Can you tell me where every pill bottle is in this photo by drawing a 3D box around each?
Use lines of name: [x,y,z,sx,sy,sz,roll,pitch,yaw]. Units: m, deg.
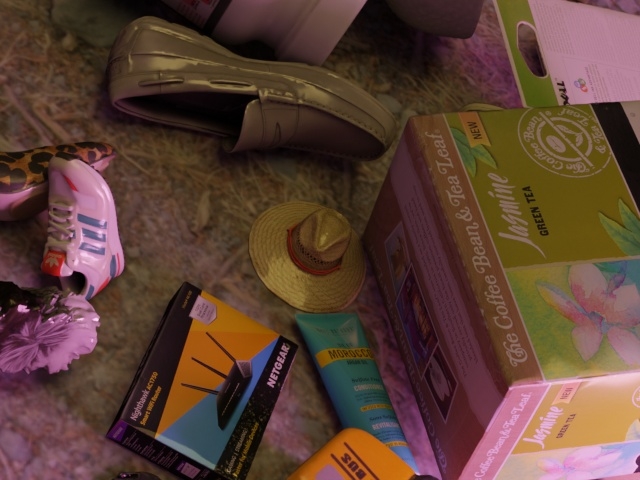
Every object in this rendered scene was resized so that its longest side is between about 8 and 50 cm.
pill bottle: [-0.114,-0.343,1.944,0.363,0.210,0.210,35,48,-4]

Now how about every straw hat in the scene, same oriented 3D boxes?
straw hat: [0.000,0.000,1.869,0.144,0.061,0.144,16,52,-21]

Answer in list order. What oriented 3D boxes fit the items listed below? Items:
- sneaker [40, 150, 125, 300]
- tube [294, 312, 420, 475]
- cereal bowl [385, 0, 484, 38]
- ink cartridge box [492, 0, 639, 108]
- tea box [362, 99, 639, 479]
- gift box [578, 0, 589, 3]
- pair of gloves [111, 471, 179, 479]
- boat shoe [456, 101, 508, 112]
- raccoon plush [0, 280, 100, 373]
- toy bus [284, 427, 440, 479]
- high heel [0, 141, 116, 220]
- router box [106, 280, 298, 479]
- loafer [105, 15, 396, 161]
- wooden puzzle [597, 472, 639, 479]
sneaker: [-0.233,-0.006,1.685,0.057,0.161,0.075,18,48,27]
tube: [0.040,0.159,1.794,0.080,0.052,0.207,5,50,-40]
cereal bowl: [0.121,-0.407,2.066,0.141,0.339,0.339,5,54,-2]
ink cartridge box: [0.304,-0.190,2.150,0.255,0.097,0.189,7,55,-28]
tea box: [0.252,0.053,1.821,0.323,0.220,0.329,-6,56,-19]
gift box: [0.332,-0.475,2.265,0.255,0.258,0.276,21,49,-16]
pair of gloves: [-0.157,0.249,1.635,0.074,0.010,0.083,7,55,-26]
boat shoe: [0.242,-0.072,2.049,0.223,0.080,0.073,36,42,-9]
raccoon plush: [-0.447,0.008,1.568,0.446,0.216,0.299,15,35,-52]
toy bus: [0.099,0.330,1.662,0.333,0.108,0.130,47,48,7]
high heel: [-0.339,-0.103,1.717,0.261,0.093,0.186,-23,78,-30]
router box: [-0.110,0.144,1.712,0.133,0.046,0.179,29,48,-9]
loafer: [-0.074,-0.137,1.897,0.319,0.112,0.111,15,57,-11]
wooden puzzle: [0.477,0.228,1.983,0.322,0.080,0.348,38,52,-1]
